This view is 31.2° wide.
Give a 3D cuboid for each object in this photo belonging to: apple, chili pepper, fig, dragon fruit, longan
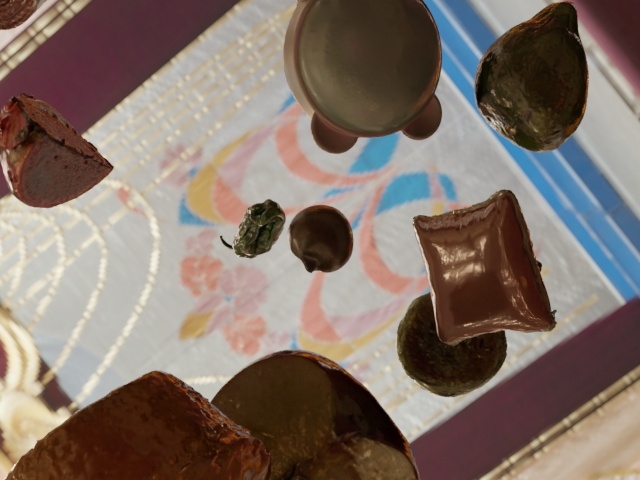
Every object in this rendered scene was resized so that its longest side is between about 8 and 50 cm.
[{"bbox_3d":[-0.040,0.369,1.759,0.295,0.365,0.329,33,-173,-44],"label":"apple"},{"bbox_3d":[-0.124,-0.022,2.273,0.257,0.100,0.074,125,135,-62],"label":"chili pepper"},{"bbox_3d":[0.232,-0.175,1.190,0.123,0.156,0.123,33,165,10],"label":"fig"},{"bbox_3d":[-0.486,-0.152,1.986,0.163,0.189,0.262,16,173,17],"label":"dragon fruit"},{"bbox_3d":[0.000,0.000,1.779,0.113,0.113,0.092,50,153,-9],"label":"longan"}]

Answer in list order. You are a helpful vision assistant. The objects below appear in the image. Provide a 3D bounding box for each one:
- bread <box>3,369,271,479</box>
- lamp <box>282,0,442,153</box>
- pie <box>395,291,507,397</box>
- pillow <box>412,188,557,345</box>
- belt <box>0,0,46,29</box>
[{"bbox_3d":[-0.229,0.304,1.347,0.204,0.337,0.358,55,160,16],"label":"bread"},{"bbox_3d":[0.047,-0.223,1.234,0.108,0.180,0.246,-6,95,63],"label":"lamp"},{"bbox_3d":[0.215,0.164,1.876,0.187,0.187,0.041,52,-178,2],"label":"pie"},{"bbox_3d":[0.193,0.035,1.371,0.075,0.179,0.171,-14,-91,-40],"label":"pillow"},{"bbox_3d":[-0.373,-0.368,1.433,0.128,0.201,0.124,34,-137,-8],"label":"belt"}]
